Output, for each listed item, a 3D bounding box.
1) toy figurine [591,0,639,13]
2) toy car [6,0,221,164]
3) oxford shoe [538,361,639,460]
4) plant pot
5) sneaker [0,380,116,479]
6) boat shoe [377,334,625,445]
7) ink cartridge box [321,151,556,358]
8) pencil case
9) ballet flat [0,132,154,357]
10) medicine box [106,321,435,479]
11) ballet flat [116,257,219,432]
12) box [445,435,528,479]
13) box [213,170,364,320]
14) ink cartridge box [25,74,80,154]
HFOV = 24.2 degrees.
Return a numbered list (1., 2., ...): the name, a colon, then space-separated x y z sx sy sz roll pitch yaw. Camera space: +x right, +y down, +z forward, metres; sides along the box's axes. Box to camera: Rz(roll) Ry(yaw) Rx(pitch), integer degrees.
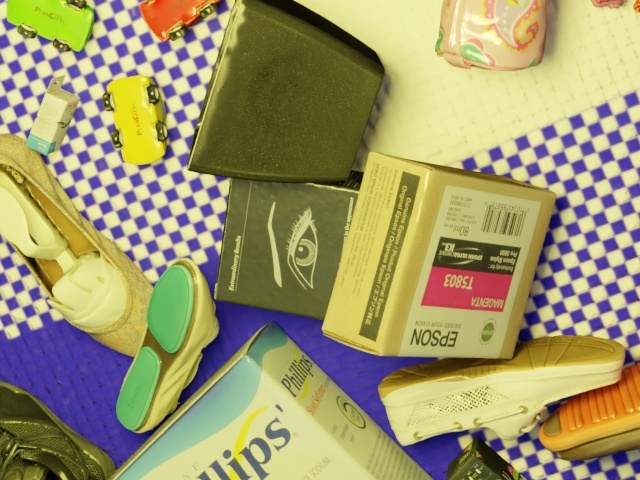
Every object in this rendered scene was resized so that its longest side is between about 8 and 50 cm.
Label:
1. toy figurine: 0.326 -0.285 1.532 0.159 0.130 0.173 -4 127 23
2. toy car: -0.235 -0.227 1.647 0.225 0.053 0.239 23 104 4
3. oxford shoe: 0.419 0.195 1.598 0.363 0.130 0.133 -16 107 13
4. plant pot: -0.033 -0.155 1.573 0.167 0.188 0.187 17 104 -8
5. sneaker: -0.357 0.240 1.725 0.227 0.130 0.087 34 105 13
6. boat shoe: 0.206 0.172 1.644 0.277 0.098 0.096 -12 101 21
7. ink cartridge box: 0.127 0.021 1.538 0.088 0.234 0.193 19 99 40
8. pencil case: 0.183 -0.317 1.521 0.124 0.124 0.284 6 106 8
9. ballet flat: -0.296 0.019 1.682 0.107 0.106 0.316 -41 94 15
10. medicine box: -0.057 0.291 1.682 0.289 0.149 0.263 44 105 -3
11. ballet flat: -0.161 0.114 1.672 0.086 0.086 0.248 29 124 2
12. box: 0.189 0.274 1.682 0.083 0.062 0.052 41 106 -1
13. box: 0.000 0.000 1.629 0.207 0.108 0.153 12 104 7
14. ink cartridge box: -0.298 -0.142 1.677 0.028 0.048 0.083 25 105 3
